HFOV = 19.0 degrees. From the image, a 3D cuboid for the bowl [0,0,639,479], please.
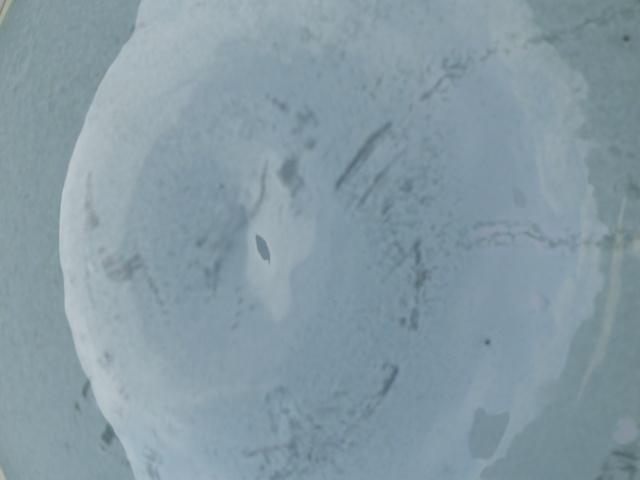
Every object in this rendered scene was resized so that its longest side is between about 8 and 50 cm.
[{"bbox_3d":[0.000,0.000,0.717,0.435,0.196,0.435,-1,92,-38],"label":"bowl"}]
